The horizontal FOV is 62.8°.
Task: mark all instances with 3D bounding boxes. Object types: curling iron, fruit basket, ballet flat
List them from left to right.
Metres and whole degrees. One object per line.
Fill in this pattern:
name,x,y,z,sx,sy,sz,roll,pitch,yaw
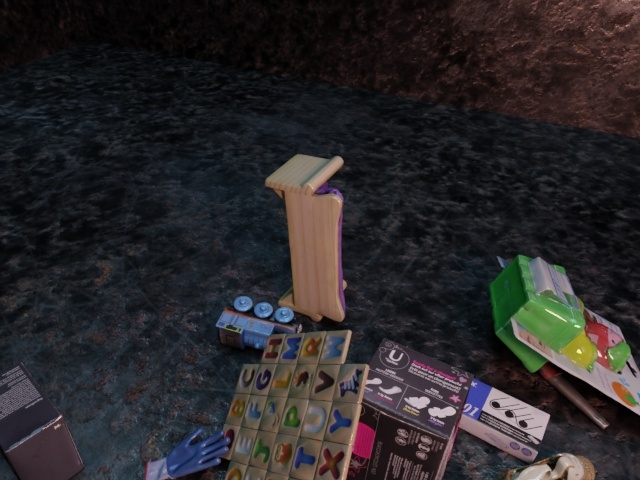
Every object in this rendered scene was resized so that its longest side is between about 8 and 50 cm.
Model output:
ballet flat,0.399,0.407,0.904,0.206,0.067,0.073,-12,38,-21
curling iron,0.501,0.281,1.113,0.068,0.035,0.274,-12,38,-20
fruit basket,0.538,0.184,1.102,0.353,0.165,0.327,26,30,-1

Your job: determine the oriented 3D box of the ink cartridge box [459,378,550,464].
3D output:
ink cartridge box,0.324,0.334,1.017,0.207,0.046,0.097,22,39,24

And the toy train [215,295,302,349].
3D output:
toy train,-0.136,0.193,1.157,0.184,0.080,0.105,14,46,11

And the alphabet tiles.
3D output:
alphabet tiles,-0.060,0.284,0.850,0.343,0.011,0.285,-16,51,49

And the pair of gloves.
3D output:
pair of gloves,-0.220,0.404,0.872,0.159,0.023,0.198,-20,34,-2

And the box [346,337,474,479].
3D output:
box,0.135,0.313,0.861,0.163,0.247,0.142,19,38,20

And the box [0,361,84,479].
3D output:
box,-0.493,0.320,0.883,0.158,0.156,0.093,30,45,32

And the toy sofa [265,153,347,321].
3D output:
toy sofa,0.000,0.000,1.188,0.177,0.362,0.150,13,36,24
